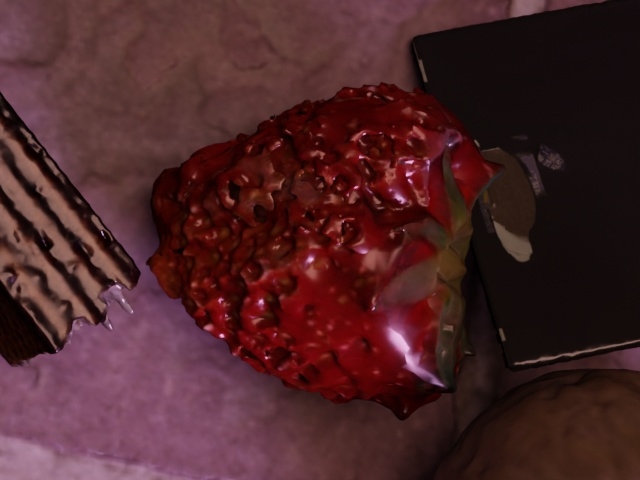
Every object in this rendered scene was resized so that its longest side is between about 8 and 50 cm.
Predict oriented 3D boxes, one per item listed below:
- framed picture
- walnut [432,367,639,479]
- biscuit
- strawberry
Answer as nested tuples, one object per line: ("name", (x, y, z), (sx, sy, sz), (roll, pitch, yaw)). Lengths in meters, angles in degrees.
("framed picture", (0.240, -0.057, 1.122), (0.324, 0.013, 0.244), (-11, 61, -6))
("walnut", (0.176, 0.189, 1.036), (0.248, 0.248, 0.248), (3, 80, -19))
("biscuit", (-0.201, -0.038, 1.005), (0.070, 0.106, 0.252), (-40, 96, -22))
("strawberry", (0.000, 0.000, 1.045), (0.202, 0.186, 0.184), (6, 38, 9))
